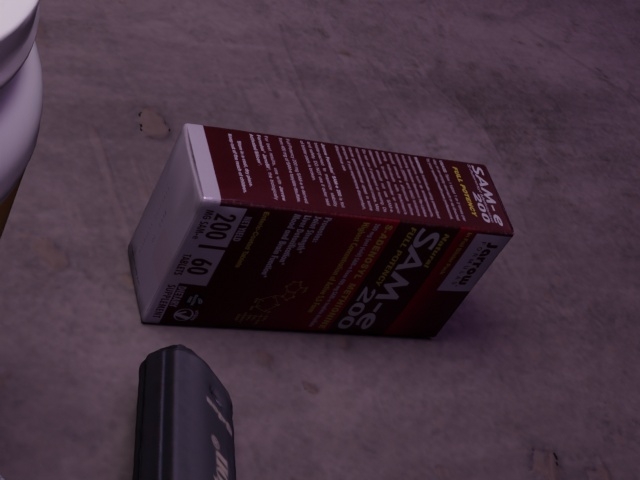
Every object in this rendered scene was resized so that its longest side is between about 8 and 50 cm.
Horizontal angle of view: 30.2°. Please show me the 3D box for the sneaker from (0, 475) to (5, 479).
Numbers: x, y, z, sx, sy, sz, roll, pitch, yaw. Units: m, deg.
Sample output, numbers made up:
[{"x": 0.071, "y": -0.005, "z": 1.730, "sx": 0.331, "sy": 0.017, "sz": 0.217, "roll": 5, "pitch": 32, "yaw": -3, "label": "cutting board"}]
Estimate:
[{"x": -0.141, "y": 0.212, "z": 0.579, "sx": 0.258, "sy": 0.091, "sz": 0.094, "roll": 52, "pitch": 13, "yaw": -5, "label": "sneaker"}]

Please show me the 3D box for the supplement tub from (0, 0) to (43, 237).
[{"x": -0.263, "y": -0.033, "z": 0.560, "sx": 0.228, "sy": 0.316, "sz": 0.228, "roll": 18, "pitch": 43, "yaw": -17, "label": "supplement tub"}]

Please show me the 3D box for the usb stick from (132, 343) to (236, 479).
[{"x": -0.072, "y": 0.158, "z": 0.642, "sx": 0.077, "sy": 0.045, "sz": 0.278, "roll": 49, "pitch": 15, "yaw": -28, "label": "usb stick"}]

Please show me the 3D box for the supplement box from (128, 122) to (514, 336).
[{"x": 0.000, "y": 0.000, "z": 0.837, "sx": 0.239, "sy": 0.130, "sz": 0.073, "roll": 5, "pitch": 48, "yaw": -27, "label": "supplement box"}]
